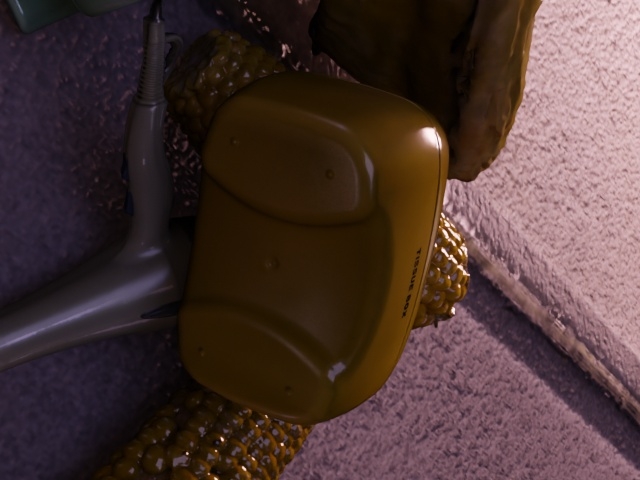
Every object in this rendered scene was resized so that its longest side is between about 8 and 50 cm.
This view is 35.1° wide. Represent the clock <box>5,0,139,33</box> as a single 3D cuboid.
[{"bbox_3d":[-0.080,-0.165,0.528,0.148,0.188,0.060,-33,111,-31],"label":"clock"}]

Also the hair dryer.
[{"bbox_3d":[-0.123,-0.010,0.542,0.167,0.067,0.199,-36,142,-23],"label":"hair dryer"}]

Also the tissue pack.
[{"bbox_3d":[0.000,0.000,0.552,0.127,0.123,0.178,-28,133,-60],"label":"tissue pack"}]

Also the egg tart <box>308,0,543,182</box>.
[{"bbox_3d":[0.070,-0.215,0.625,0.132,0.345,0.346,8,85,4],"label":"egg tart"}]

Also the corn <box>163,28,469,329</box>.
[{"bbox_3d":[0.004,-0.032,0.664,0.091,0.091,0.260,-48,118,1],"label":"corn"}]

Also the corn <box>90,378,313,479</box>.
[{"bbox_3d":[-0.082,0.144,0.601,0.320,0.097,0.097,-47,119,-31],"label":"corn"}]
